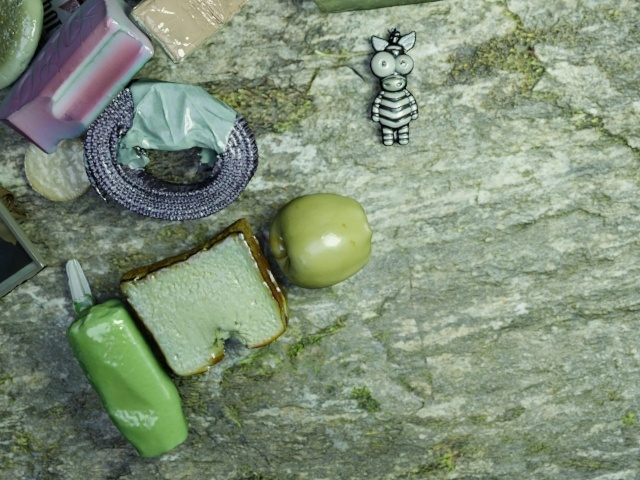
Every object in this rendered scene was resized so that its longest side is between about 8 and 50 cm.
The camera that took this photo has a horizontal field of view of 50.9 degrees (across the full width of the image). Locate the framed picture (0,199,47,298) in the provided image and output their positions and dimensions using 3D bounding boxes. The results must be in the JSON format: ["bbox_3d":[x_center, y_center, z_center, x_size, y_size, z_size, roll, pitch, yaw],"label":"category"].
[{"bbox_3d":[-0.687,0.030,1.357,0.265,0.018,0.192,-29,101,26],"label":"framed picture"}]

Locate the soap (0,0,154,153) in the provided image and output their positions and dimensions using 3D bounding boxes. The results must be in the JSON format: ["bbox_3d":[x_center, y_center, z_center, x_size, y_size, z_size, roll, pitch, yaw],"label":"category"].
[{"bbox_3d":[-0.448,-0.297,1.219,0.324,0.193,0.109,-42,132,18],"label":"soap"}]

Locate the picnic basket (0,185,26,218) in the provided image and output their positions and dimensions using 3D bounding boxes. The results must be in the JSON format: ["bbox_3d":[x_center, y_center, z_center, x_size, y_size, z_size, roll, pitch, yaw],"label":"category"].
[{"bbox_3d":[-0.631,-0.066,1.345,0.083,0.072,0.072,31,102,6],"label":"picnic basket"}]

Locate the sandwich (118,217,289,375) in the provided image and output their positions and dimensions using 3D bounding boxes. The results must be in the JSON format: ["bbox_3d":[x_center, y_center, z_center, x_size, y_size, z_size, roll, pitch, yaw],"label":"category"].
[{"bbox_3d":[-0.212,0.120,1.319,0.273,0.095,0.249,-25,102,5],"label":"sandwich"}]

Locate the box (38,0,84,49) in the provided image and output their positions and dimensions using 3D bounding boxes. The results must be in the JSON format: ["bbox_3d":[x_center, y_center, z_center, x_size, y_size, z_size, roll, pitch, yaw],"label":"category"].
[{"bbox_3d":[-0.517,-0.455,1.275,0.115,0.036,0.178,-28,99,8],"label":"box"}]

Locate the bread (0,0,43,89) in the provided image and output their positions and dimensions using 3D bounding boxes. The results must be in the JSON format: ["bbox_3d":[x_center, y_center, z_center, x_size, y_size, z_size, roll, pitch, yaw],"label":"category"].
[{"bbox_3d":[-0.624,-0.408,1.246,0.266,0.040,0.267,1,92,20],"label":"bread"}]

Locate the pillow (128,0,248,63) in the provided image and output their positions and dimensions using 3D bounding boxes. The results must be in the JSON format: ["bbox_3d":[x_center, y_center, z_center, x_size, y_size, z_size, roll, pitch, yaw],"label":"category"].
[{"bbox_3d":[-0.223,-0.423,1.200,0.126,0.043,0.233,48,59,-19],"label":"pillow"}]

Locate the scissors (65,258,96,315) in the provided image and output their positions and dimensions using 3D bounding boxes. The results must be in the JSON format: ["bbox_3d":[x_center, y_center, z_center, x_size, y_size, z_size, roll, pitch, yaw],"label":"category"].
[{"bbox_3d":[-0.491,0.136,1.407,0.100,0.027,0.205,-11,102,0],"label":"scissors"}]

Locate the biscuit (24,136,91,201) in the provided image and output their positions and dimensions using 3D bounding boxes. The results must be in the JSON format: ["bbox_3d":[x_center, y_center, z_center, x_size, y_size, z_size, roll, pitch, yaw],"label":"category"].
[{"bbox_3d":[-0.522,-0.150,1.350,0.151,0.020,0.152,1,102,3],"label":"biscuit"}]

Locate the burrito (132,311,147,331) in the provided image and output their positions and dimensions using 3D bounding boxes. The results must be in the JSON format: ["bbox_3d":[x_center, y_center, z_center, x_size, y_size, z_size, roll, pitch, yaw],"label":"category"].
[{"bbox_3d":[-0.333,0.115,1.388,0.058,0.045,0.188,36,104,4],"label":"burrito"}]

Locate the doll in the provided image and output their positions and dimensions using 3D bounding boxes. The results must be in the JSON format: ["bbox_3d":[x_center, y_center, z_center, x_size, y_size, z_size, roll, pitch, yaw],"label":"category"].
[{"bbox_3d":[0.138,-0.289,1.271,0.090,0.067,0.220,-2,100,7],"label":"doll"}]

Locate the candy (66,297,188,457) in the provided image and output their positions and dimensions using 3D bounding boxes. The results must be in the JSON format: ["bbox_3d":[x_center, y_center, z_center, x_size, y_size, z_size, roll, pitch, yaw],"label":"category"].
[{"bbox_3d":[-0.384,0.281,1.374,0.142,0.132,0.344,-25,108,-10],"label":"candy"}]

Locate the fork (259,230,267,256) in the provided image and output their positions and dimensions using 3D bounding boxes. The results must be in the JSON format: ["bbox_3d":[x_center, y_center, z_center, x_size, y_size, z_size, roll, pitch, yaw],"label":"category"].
[{"bbox_3d":[-0.113,0.033,1.377,0.012,0.016,0.115,-1,103,25],"label":"fork"}]

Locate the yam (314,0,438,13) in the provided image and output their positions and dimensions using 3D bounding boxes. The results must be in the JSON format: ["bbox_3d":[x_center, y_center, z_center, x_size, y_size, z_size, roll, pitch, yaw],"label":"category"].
[{"bbox_3d":[0.128,-0.492,1.178,0.304,0.168,0.168,-6,102,4],"label":"yam"}]

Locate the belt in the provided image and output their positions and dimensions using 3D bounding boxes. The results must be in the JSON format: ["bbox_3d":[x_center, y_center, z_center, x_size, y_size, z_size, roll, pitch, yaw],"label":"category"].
[{"bbox_3d":[-0.281,-0.171,1.287,0.324,0.122,0.261,8,107,0],"label":"belt"}]

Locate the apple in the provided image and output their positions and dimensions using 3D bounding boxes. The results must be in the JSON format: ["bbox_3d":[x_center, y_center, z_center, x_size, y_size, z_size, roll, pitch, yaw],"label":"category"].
[{"bbox_3d":[0.000,0.000,1.282,0.199,0.200,0.200,0,102,2],"label":"apple"}]
